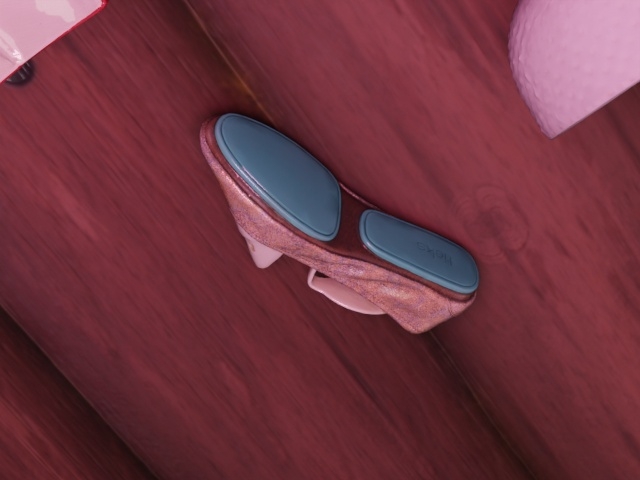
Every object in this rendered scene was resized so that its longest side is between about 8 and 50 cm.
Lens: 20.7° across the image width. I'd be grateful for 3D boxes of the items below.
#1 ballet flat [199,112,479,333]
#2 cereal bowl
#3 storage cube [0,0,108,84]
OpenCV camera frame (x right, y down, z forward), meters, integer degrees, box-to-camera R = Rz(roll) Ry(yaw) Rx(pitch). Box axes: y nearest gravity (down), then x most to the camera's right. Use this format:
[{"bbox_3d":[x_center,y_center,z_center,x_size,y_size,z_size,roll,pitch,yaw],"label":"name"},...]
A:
[{"bbox_3d":[0.000,0.000,1.618,0.316,0.107,0.106,32,131,-19],"label":"ballet flat"},{"bbox_3d":[0.280,-0.228,1.362,0.339,0.339,0.141,-35,87,20],"label":"cereal bowl"},{"bbox_3d":[-0.284,-0.241,1.401,0.184,0.193,0.215,-34,116,20],"label":"storage cube"}]
